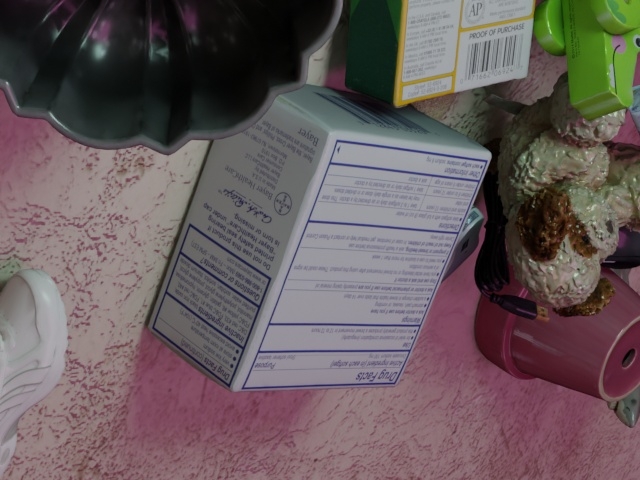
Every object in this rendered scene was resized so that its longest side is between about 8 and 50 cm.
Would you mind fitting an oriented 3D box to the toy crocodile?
[{"bbox_3d":[0.290,-0.294,1.830,0.105,0.115,0.340,5,72,-34],"label":"toy crocodile"}]

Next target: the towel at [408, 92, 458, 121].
[{"bbox_3d":[0.121,-0.195,1.879,0.110,0.027,0.148,-53,142,-5],"label":"towel"}]

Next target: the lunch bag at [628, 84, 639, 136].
[{"bbox_3d":[0.386,-0.141,1.884,0.071,0.083,0.053,56,30,-36],"label":"lunch bag"}]

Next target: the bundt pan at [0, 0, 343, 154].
[{"bbox_3d":[-0.142,-0.241,1.382,0.331,0.124,0.331,0,117,0],"label":"bundt pan"}]

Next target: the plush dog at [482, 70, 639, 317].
[{"bbox_3d":[0.264,-0.034,1.933,0.262,0.211,0.225,51,38,-47],"label":"plush dog"}]

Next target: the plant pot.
[{"bbox_3d":[0.328,0.107,2.194,0.201,0.180,0.201,-27,133,-34],"label":"plant pot"}]

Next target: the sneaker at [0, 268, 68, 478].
[{"bbox_3d":[-0.315,0.129,1.582,0.115,0.090,0.232,15,103,-48],"label":"sneaker"}]

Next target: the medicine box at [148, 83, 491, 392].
[{"bbox_3d":[0.000,0.000,1.784,0.263,0.149,0.289,4,113,-49],"label":"medicine box"}]

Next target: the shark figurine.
[{"bbox_3d":[0.430,0.102,2.349,0.116,0.166,0.278,-1,95,-5],"label":"shark figurine"}]

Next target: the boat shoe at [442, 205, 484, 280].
[{"bbox_3d":[0.137,-0.015,2.002,0.065,0.083,0.183,-42,167,-19],"label":"boat shoe"}]

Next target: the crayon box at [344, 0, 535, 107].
[{"bbox_3d":[0.133,-0.313,1.744,0.203,0.083,0.323,-16,120,-40],"label":"crayon box"}]

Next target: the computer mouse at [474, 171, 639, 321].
[{"bbox_3d":[0.306,0.013,2.083,0.262,0.060,0.184,15,81,-26],"label":"computer mouse"}]
